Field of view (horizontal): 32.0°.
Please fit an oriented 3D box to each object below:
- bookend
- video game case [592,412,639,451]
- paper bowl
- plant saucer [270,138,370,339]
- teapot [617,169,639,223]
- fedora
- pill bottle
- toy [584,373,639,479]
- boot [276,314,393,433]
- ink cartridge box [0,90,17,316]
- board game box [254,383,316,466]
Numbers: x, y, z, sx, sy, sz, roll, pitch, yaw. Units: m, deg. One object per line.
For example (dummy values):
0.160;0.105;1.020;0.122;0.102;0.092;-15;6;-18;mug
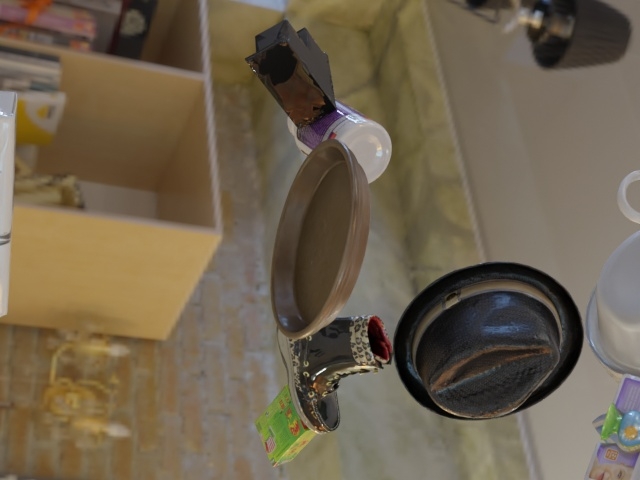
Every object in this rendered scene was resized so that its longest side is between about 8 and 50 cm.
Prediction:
-0.049;-0.287;1.756;0.072;0.157;0.156;-26;-140;17;bookend
0.436;0.281;1.348;0.193;0.023;0.212;54;-19;7;video game case
0.499;0.082;1.542;0.284;0.148;0.284;-29;-146;22;paper bowl
0.000;0.000;1.518;0.278;0.041;0.278;-168;-90;-68;plant saucer
0.657;-0.008;1.871;0.256;0.187;0.253;6;-56;58;teapot
0.289;0.201;1.892;0.152;0.334;0.334;-82;-171;-67;fedora
0.023;-0.169;1.798;0.193;0.108;0.108;41;-60;53;pill bottle
0.402;0.214;1.133;0.137;0.237;0.056;-61;147;-27;toy
0.036;0.221;1.846;0.178;0.085;0.236;-3;-66;32;boot
-0.516;-0.051;1.479;0.121;0.211;0.289;-118;-146;-63;ink cartridge box
-0.058;0.334;2.025;0.092;0.043;0.181;65;-32;21;board game box
